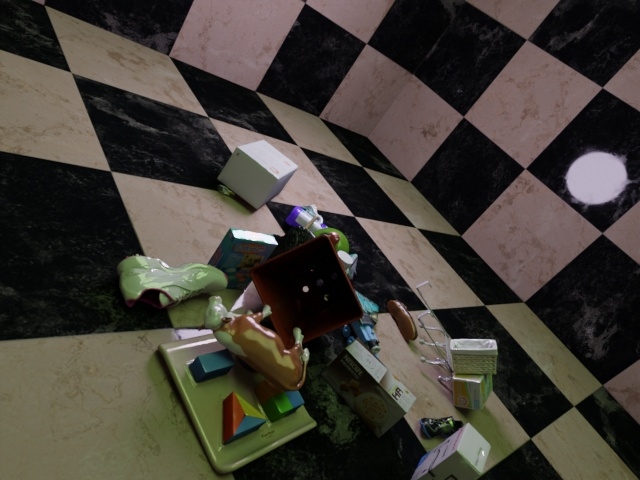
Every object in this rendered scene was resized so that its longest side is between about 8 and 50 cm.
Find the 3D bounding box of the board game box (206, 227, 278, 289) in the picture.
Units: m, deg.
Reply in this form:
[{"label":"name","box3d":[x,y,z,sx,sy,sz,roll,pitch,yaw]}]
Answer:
[{"label":"board game box","box3d":[-0.251,0.062,1.378,0.160,0.210,0.047,12,36,-43]}]

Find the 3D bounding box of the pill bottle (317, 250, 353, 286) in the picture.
[{"label":"pill bottle","box3d":[0.047,0.122,1.704,0.094,0.169,0.094,29,26,-16]}]

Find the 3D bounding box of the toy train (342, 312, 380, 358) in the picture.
[{"label":"toy train","box3d":[0.145,0.335,1.551,0.080,0.105,0.184,17,32,-36]}]

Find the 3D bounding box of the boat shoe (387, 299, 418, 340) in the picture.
[{"label":"boat shoe","box3d":[0.354,0.328,1.867,0.073,0.073,0.207,16,33,-34]}]

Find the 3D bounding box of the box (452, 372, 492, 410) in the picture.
[{"label":"box","box3d":[0.579,0.545,1.710,0.203,0.103,0.114,-11,99,-58]}]

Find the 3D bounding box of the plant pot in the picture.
[{"label":"plant pot","box3d":[-0.024,0.150,1.432,0.267,0.267,0.236,65,10,3]}]

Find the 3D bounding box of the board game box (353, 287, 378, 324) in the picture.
[{"label":"board game box","box3d":[0.149,0.249,1.790,0.186,0.026,0.126,34,25,-7]}]

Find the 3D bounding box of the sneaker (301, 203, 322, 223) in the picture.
[{"label":"sneaker","box3d":[-0.045,-0.107,2.111,0.076,0.065,0.166,0,38,-28]}]

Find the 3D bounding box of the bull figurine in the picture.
[{"label":"bull figurine","box3d":[-0.157,0.248,1.133,0.310,0.101,0.188,43,26,2]}]

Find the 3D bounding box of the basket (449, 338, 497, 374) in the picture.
[{"label":"basket","box3d":[0.576,0.437,1.691,0.113,0.167,0.103,-22,107,-72]}]

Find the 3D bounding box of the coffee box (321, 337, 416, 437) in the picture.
[{"label":"coffee box","box3d":[0.141,0.434,1.343,0.246,0.141,0.098,45,27,15]}]

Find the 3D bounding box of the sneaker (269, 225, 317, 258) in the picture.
[{"label":"sneaker","box3d":[-0.090,0.027,1.612,0.130,0.286,0.109,32,67,-33]}]

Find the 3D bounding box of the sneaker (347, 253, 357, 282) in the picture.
[{"label":"sneaker","box3d":[0.122,0.124,1.939,0.223,0.083,0.098,-38,111,-72]}]

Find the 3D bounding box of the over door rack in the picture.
[{"label":"over door rack","box3d":[0.429,0.357,1.776,0.239,0.108,0.324,-69,139,-63]}]

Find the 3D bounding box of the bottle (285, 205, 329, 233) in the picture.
[{"label":"bottle","box3d":[-0.016,-0.037,1.966,0.282,0.092,0.118,36,8,-3]}]

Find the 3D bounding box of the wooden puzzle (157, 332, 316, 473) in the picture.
[{"label":"wooden puzzle","box3d":[-0.191,0.354,1.123,0.322,0.080,0.348,-1,45,-52]}]

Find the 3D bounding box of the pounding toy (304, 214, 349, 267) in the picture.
[{"label":"pounding toy","box3d":[0.000,0.000,1.807,0.237,0.183,0.110,39,-12,21]}]

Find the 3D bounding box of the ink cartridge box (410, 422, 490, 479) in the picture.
[{"label":"ink cartridge box","box3d":[0.355,0.618,1.239,0.086,0.203,0.148,45,26,15]}]

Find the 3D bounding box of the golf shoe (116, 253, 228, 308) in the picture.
[{"label":"golf shoe","box3d":[-0.393,0.130,1.225,0.306,0.115,0.140,9,48,-34]}]

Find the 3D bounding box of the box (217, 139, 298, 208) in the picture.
[{"label":"box","box3d":[-0.264,-0.300,1.977,0.215,0.168,0.345,37,20,-1]}]

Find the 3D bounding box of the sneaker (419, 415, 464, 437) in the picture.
[{"label":"sneaker","box3d":[0.394,0.599,1.464,0.188,0.078,0.067,19,31,-33]}]

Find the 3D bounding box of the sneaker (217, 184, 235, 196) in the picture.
[{"label":"sneaker","box3d":[-0.390,-0.206,1.857,0.083,0.031,0.035,30,16,-30]}]
